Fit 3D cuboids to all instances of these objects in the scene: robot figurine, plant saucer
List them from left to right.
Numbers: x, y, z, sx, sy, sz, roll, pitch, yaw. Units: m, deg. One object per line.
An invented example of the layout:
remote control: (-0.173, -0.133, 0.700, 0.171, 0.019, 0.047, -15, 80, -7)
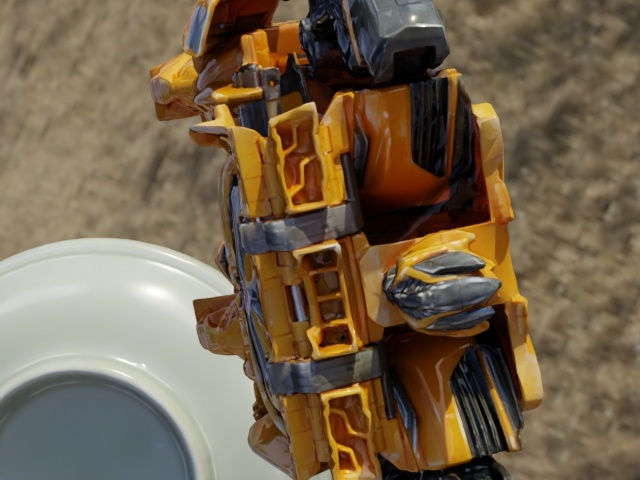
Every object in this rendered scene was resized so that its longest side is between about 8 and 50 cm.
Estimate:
plant saucer: (-0.193, 0.200, 1.520, 0.400, 0.400, 0.100, -63, -4, 8)
robot figurine: (0.000, 0.000, 0.610, 0.291, 0.085, 0.211, -144, 42, -79)
